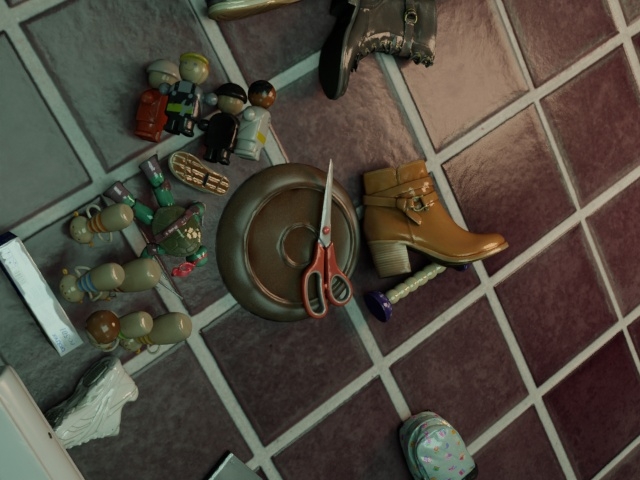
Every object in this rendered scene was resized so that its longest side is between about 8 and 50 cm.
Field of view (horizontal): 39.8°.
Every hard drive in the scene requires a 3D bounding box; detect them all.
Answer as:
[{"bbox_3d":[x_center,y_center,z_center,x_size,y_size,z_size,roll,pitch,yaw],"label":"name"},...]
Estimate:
[{"bbox_3d":[-0.187,0.483,1.691,0.135,0.022,0.094,-50,115,-14],"label":"hard drive"}]

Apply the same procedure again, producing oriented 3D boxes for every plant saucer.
[{"bbox_3d":[-0.047,0.008,1.694,0.310,0.050,0.311,-4,98,-28],"label":"plant saucer"}]

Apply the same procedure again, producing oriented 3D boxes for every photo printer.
[{"bbox_3d":[-0.530,0.377,1.405,0.256,0.107,0.308,-23,109,7],"label":"photo printer"}]

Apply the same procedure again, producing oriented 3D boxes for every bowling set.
[{"bbox_3d":[-0.360,0.097,1.447,0.287,0.154,0.200,66,30,-13],"label":"bowling set"}]

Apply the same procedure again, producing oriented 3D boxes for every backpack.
[{"bbox_3d":[0.247,0.447,1.863,0.152,0.115,0.182,-33,107,-18],"label":"backpack"}]

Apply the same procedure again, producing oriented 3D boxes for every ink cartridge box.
[{"bbox_3d":[-0.470,0.087,1.453,0.046,0.097,0.207,-33,109,-21],"label":"ink cartridge box"}]

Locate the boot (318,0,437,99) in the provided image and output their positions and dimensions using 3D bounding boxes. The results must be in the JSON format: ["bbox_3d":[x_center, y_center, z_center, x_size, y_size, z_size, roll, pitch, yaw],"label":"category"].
[{"bbox_3d":[0.126,-0.378,1.712,0.229,0.091,0.263,12,88,-28],"label":"boot"}]

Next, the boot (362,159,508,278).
[{"bbox_3d":[0.222,-0.051,1.762,0.283,0.109,0.220,-9,83,-1],"label":"boot"}]

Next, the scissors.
[{"bbox_3d":[0.000,0.000,1.677,0.109,0.021,0.297,-13,104,-24],"label":"scissors"}]

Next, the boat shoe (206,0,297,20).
[{"bbox_3d":[-0.086,-0.465,1.589,0.285,0.103,0.092,-23,101,-27],"label":"boat shoe"}]

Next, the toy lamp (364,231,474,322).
[{"bbox_3d":[0.221,0.070,1.823,0.274,0.080,0.080,-34,110,-20],"label":"toy lamp"}]

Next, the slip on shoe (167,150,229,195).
[{"bbox_3d":[-0.222,-0.119,1.571,0.135,0.041,0.051,24,84,-43],"label":"slip on shoe"}]

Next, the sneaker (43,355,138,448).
[{"bbox_3d":[-0.403,0.317,1.523,0.232,0.090,0.115,-45,117,-15],"label":"sneaker"}]

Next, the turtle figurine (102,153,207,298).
[{"bbox_3d":[-0.261,-0.024,1.542,0.175,0.118,0.234,-42,103,-29],"label":"turtle figurine"}]

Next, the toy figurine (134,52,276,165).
[{"bbox_3d":[-0.192,-0.226,1.498,0.213,0.209,0.148,17,82,-29],"label":"toy figurine"}]
